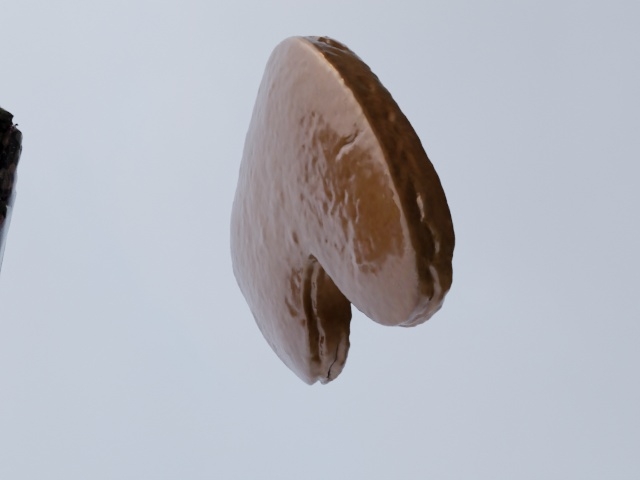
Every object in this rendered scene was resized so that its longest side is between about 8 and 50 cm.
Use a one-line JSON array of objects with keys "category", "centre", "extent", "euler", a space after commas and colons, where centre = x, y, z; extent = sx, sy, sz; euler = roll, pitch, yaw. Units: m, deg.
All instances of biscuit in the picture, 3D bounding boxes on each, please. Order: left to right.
[{"category": "biscuit", "centre": [-0.001, 0.000, 0.583], "extent": [0.036, 0.192, 0.186], "euler": [-7, -133, -25]}]

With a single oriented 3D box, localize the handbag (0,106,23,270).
[{"category": "handbag", "centre": [-0.253, 0.018, 0.578], "extent": [0.126, 0.229, 0.208], "euler": [26, -162, 15]}]
